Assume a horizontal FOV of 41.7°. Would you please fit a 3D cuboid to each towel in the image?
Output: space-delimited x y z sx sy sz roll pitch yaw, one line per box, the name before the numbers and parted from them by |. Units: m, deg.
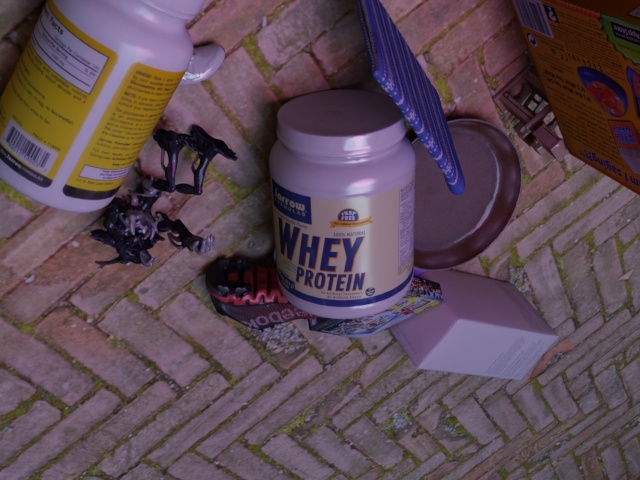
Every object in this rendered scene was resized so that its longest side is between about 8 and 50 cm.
towel | 0.131 -0.238 1.305 0.040 0.243 0.336 -24 142 18

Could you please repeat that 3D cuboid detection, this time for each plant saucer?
plant saucer | 0.242 -0.090 1.608 0.311 0.050 0.310 -11 119 -20

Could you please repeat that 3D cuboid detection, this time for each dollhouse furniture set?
dollhouse furniture set | 0.438 -0.213 1.565 0.101 0.182 0.161 -43 138 9

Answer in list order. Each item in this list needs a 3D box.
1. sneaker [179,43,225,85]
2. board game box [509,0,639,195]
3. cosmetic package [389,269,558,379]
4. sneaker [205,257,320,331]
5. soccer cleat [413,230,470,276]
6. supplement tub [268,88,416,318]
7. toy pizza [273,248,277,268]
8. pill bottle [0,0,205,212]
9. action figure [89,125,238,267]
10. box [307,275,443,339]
sneaker | -0.208 -0.251 1.197 0.152 0.053 0.061 -25 135 -11
board game box | 0.555 -0.296 1.232 0.356 0.356 0.356 -34 123 -2
cosmetic package | 0.327 0.180 1.857 0.366 0.197 0.155 13 121 -39
sneaker | -0.075 0.107 1.553 0.276 0.097 0.135 6 141 -6
soccer cleat | 0.202 0.023 1.709 0.248 0.083 0.095 -34 147 5
supplement tub | 0.037 -0.061 1.380 0.236 0.235 0.324 -16 123 -21
toy pizza | 0.000 0.000 1.591 0.201 0.032 0.201 -19 137 -19
pill bottle | -0.281 -0.216 1.076 0.188 0.188 0.334 15 120 -42
action figure | -0.248 -0.041 1.306 0.164 0.141 0.275 6 124 -51
box | 0.109 0.134 1.708 0.159 0.044 0.233 17 144 -42
